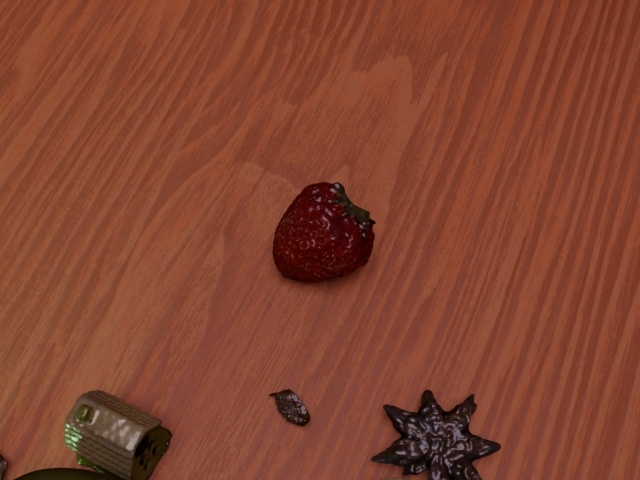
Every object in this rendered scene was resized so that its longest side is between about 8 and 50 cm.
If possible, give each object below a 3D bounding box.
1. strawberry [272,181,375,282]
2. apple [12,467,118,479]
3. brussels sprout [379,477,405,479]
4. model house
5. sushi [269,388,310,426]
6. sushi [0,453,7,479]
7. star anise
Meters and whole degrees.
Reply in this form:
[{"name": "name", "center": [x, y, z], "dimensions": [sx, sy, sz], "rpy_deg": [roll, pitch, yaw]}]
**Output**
[{"name": "strawberry", "center": [0.000, 0.000, 1.885], "dimensions": [0.277, 0.257, 0.257], "rpy_deg": [-44, 71, 17]}, {"name": "apple", "center": [-0.547, 0.696, 1.466], "dimensions": [0.474, 0.473, 0.473], "rpy_deg": [0, 67, -1]}, {"name": "brussels sprout", "center": [0.156, 0.639, 1.636], "dimensions": [0.162, 0.144, 0.180], "rpy_deg": [-13, 76, -15]}, {"name": "model house", "center": [-0.483, 0.463, 1.669], "dimensions": [0.193, 0.234, 0.174], "rpy_deg": [24, 69, 11]}, {"name": "sushi", "center": [-0.077, 0.419, 1.794], "dimensions": [0.055, 0.052, 0.120], "rpy_deg": [-31, 72, -29]}, {"name": "sushi", "center": [-0.834, 0.599, 1.680], "dimensions": [0.226, 0.103, 0.097], "rpy_deg": [-41, 90, -14]}, {"name": "star anise", "center": [0.274, 0.507, 1.730], "dimensions": [0.315, 0.108, 0.315], "rpy_deg": [1, 65, -3]}]
